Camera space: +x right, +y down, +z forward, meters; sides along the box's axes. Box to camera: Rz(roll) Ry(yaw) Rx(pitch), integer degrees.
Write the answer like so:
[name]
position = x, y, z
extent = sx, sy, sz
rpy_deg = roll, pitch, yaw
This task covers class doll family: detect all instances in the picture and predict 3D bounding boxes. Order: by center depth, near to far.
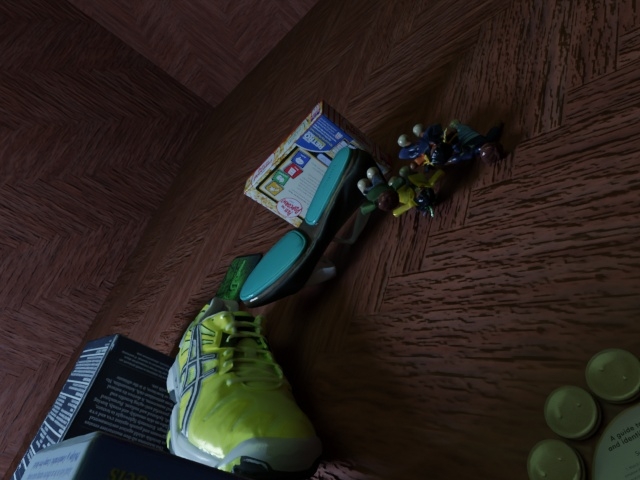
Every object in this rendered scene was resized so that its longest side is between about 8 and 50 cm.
[doll family]
position = 0.134, -0.090, 0.555
extent = 0.193, 0.076, 0.111
rpy_deg = -48, 22, 10

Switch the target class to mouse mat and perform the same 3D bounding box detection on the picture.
[mouse mat]
position = -0.194, 0.113, 0.962
extent = 0.153, 0.007, 0.189
rpy_deg = -11, 52, 56

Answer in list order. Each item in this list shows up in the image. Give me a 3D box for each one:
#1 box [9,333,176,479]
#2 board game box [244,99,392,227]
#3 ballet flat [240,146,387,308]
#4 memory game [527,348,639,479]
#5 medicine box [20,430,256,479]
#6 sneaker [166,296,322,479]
[box]
position = -0.399, 0.350, 0.839
extent = 0.296, 0.183, 0.293
rpy_deg = -21, 42, 53
[board game box]
position = -0.007, -0.106, 0.729
extent = 0.193, 0.147, 0.045
rpy_deg = -39, 31, 31
[ballet flat]
position = 0.000, 0.000, 0.652
extent = 0.280, 0.096, 0.095
rpy_deg = -53, 24, 8
[memory game]
position = 0.201, 0.136, 0.247
extent = 0.186, 0.012, 0.186
rpy_deg = -41, 30, 30
[medicine box]
position = -0.105, 0.312, 0.283
extent = 0.149, 0.264, 0.289
rpy_deg = -31, 35, 41
[sneaker]
position = -0.117, 0.168, 0.577
extent = 0.385, 0.145, 0.147
rpy_deg = 10, 87, 61
